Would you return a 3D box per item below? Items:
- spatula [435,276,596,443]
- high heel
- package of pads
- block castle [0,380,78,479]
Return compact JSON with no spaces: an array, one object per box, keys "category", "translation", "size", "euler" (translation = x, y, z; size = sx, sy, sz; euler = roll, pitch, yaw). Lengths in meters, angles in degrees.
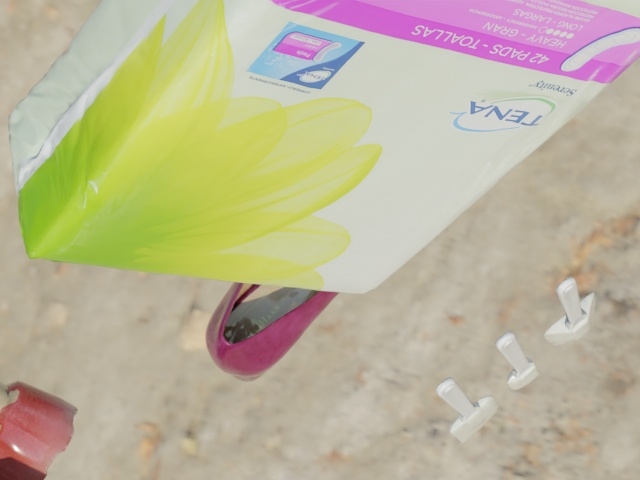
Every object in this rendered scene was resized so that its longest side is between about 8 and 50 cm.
[{"category":"spatula","translation":[0.161,0.092,1.528],"size":[0.168,0.242,0.019],"euler":[-39,72,0]},{"category":"high heel","translation":[0.000,0.000,2.174],"size":[0.127,0.181,0.377],"euler":[28,80,7]},{"category":"package of pads","translation":[0.012,-0.089,0.931],"size":[0.296,0.229,0.101],"euler":[-43,52,39]},{"category":"block castle","translation":[-0.373,0.310,1.455],"size":[0.453,0.213,0.303],"euler":[-44,22,26]}]
